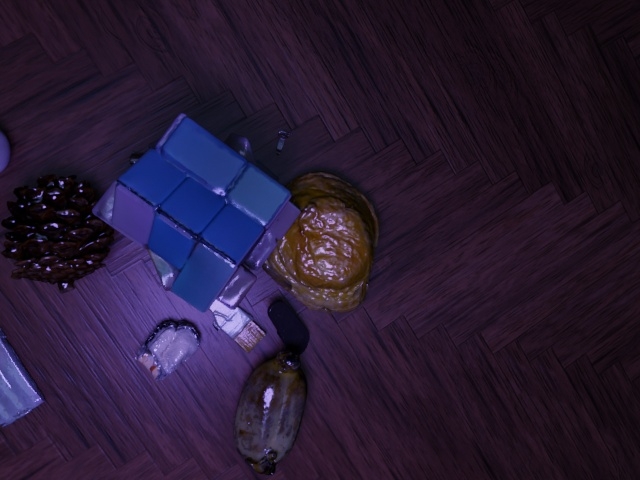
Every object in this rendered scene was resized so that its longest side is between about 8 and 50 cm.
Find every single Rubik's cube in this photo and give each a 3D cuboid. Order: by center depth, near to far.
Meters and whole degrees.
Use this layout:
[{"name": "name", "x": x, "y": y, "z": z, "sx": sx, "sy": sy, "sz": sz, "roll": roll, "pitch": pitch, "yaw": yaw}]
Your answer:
[{"name": "Rubik's cube", "x": -0.263, "y": -0.068, "z": 1.078, "sx": 0.387, "sy": 0.368, "sz": 0.358, "roll": 37, "pitch": 84, "yaw": -4}]

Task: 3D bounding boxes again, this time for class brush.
[{"name": "brush", "x": -0.282, "y": 0.152, "z": 1.262, "sx": 0.336, "sy": 0.020, "sz": 0.085, "roll": 45, "pitch": 85, "yaw": -8}]

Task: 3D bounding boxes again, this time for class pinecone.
[{"name": "pinecone", "x": -0.581, "y": -0.018, "z": 1.103, "sx": 0.224, "sy": 0.224, "sz": 0.272, "roll": -4, "pitch": 81, "yaw": -10}]

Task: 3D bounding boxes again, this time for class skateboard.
[{"name": "skateboard", "x": -0.095, "y": -0.251, "z": 1.247, "sx": 0.032, "sy": 0.083, "sz": 0.063, "roll": 17, "pitch": 90, "yaw": -11}]

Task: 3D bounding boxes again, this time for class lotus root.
[{"name": "lotus root", "x": -0.114, "y": 0.414, "z": 1.238, "sx": 0.173, "sy": 0.173, "sz": 0.309, "roll": 16, "pitch": 90, "yaw": -11}]

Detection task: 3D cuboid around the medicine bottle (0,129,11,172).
[{"name": "medicine bottle", "x": -0.871, "y": -0.205, "z": 1.082, "sx": 0.341, "sy": 0.130, "sz": 0.130, "roll": 2, "pitch": 92, "yaw": -11}]

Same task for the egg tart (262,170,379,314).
[{"name": "egg tart", "x": 0.000, "y": 0.000, "z": 1.244, "sx": 0.340, "sy": 0.153, "sz": 0.351, "roll": 19, "pitch": 87, "yaw": -7}]

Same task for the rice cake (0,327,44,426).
[{"name": "rice cake", "x": -0.756, "y": 0.327, "z": 1.171, "sx": 0.124, "sy": 0.038, "sz": 0.211, "roll": -34, "pitch": 98, "yaw": -8}]

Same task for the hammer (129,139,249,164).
[{"name": "hammer", "x": -0.324, "y": -0.202, "z": 1.236, "sx": 0.297, "sy": 0.027, "sz": 0.125, "roll": 1, "pitch": 87, "yaw": -11}]

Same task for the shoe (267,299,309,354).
[{"name": "shoe", "x": -0.088, "y": 0.220, "z": 1.284, "sx": 0.071, "sy": 0.049, "sz": 0.179, "roll": -39, "pitch": 121, "yaw": -17}]

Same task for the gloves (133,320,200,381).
[{"name": "gloves", "x": -0.376, "y": 0.264, "z": 1.224, "sx": 0.153, "sy": 0.070, "sz": 0.114, "roll": -44, "pitch": 91, "yaw": -13}]
